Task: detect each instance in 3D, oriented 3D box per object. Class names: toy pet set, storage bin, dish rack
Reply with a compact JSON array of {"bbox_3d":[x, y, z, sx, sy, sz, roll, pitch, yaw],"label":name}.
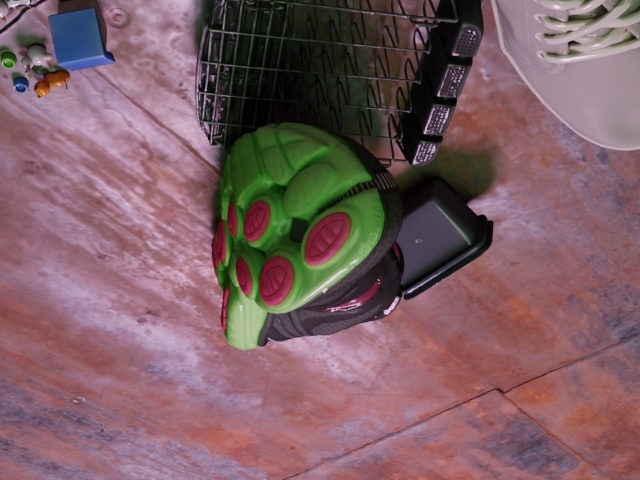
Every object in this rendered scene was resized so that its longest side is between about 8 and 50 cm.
[{"bbox_3d":[-0.249,-0.172,0.777,0.114,0.065,0.122,-10,141,1],"label":"toy pet set"},{"bbox_3d":[0.129,-0.010,1.036,0.135,0.098,0.091,-34,107,28],"label":"storage bin"},{"bbox_3d":[0.014,-0.164,0.836,0.271,0.074,0.208,3,138,-11],"label":"dish rack"}]

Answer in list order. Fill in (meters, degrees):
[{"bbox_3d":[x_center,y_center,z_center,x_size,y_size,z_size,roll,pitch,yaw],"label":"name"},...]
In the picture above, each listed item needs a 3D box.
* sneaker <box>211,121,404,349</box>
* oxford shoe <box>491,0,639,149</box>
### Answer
[{"bbox_3d":[0.000,0.000,0.896,0.202,0.185,0.483,-8,169,-14],"label":"sneaker"},{"bbox_3d":[0.221,-0.217,0.733,0.169,0.130,0.449,-17,137,22],"label":"oxford shoe"}]
